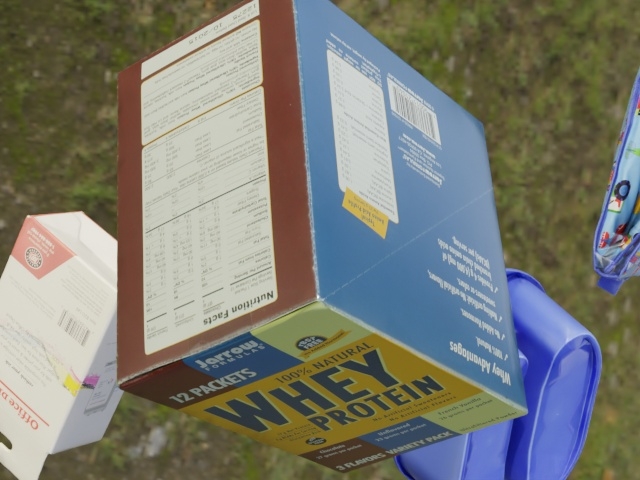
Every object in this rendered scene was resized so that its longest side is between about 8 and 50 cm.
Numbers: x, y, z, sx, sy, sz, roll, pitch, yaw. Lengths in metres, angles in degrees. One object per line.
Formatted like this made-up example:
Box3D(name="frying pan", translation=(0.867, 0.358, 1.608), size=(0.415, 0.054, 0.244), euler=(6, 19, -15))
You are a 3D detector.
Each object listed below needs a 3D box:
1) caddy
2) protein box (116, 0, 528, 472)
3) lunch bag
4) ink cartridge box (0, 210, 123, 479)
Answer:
Box3D(name="caddy", translation=(0.218, 0.201, 1.723), size=(0.241, 0.179, 0.341), euler=(-15, 126, -31))
Box3D(name="protein box", translation=(0.000, 0.000, 0.756), size=(0.200, 0.136, 0.201), euler=(30, 46, -45))
Box3D(name="lunch bag", translation=(0.414, -0.070, 1.649), size=(0.293, 0.138, 0.221), euler=(-66, 163, 10))
Box3D(name="ink cartridge box", translation=(-0.215, 0.090, 1.073), size=(0.067, 0.115, 0.198), euler=(-7, 130, -57))
